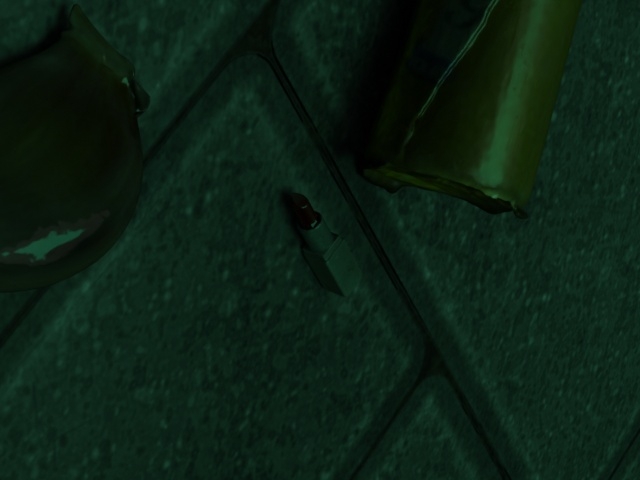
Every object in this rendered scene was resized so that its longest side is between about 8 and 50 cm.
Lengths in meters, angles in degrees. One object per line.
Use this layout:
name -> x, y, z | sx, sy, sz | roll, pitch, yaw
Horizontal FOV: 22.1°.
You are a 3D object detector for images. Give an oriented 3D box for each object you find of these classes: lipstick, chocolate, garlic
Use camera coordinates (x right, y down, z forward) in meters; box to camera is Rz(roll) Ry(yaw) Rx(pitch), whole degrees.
lipstick -> -0.001, 0.000, 1.462 | 0.030, 0.030, 0.129 | -53, 141, -20
chocolate -> 0.162, -0.249, 1.474 | 0.162, 0.162, 0.445 | 17, 88, -54
garlic -> -0.224, -0.027, 1.121 | 0.266, 0.148, 0.128 | -36, 169, -42
